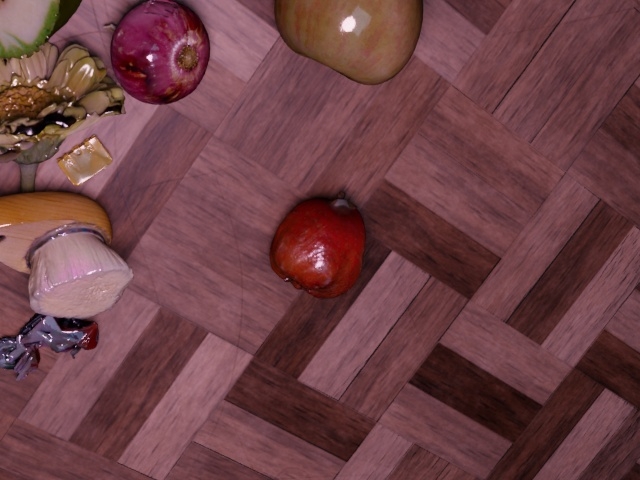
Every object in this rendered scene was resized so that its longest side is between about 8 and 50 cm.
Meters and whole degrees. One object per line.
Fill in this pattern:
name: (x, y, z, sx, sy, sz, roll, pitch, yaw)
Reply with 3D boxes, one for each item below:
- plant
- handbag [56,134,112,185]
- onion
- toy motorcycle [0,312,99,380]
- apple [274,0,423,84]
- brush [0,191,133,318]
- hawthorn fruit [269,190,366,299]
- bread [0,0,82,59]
plant: (-0.480, -0.172, 1.571, 0.306, 0.261, 0.297, 12, 105, -7)
handbag: (-0.416, -0.141, 1.737, 0.083, 0.027, 0.061, -36, 117, -3)
onion: (-0.268, -0.314, 1.649, 0.177, 0.153, 0.177, -4, 97, -30)
toy motorcycle: (-0.496, 0.182, 1.814, 0.213, 0.082, 0.122, -36, 107, 9)
apple: (0.055, -0.396, 1.655, 0.257, 0.257, 0.234, 24, 94, -24)
brush: (-0.462, 0.023, 1.661, 0.266, 0.166, 0.174, 13, 132, -46)
hawthorn fruit: (0.000, 0.000, 1.844, 0.185, 0.185, 0.202, 25, 87, -24)
bread: (-0.467, -0.453, 1.451, 0.382, 0.129, 0.366, 6, 127, 16)
